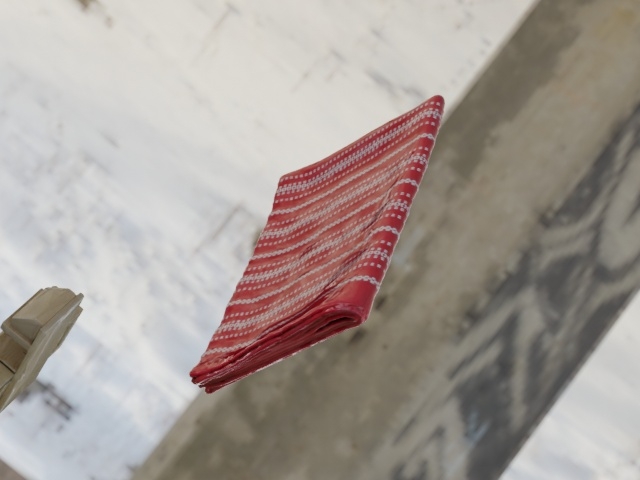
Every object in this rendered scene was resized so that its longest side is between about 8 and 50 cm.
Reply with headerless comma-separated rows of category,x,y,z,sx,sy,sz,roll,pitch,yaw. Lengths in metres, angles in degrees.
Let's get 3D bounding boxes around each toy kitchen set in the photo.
toy kitchen set,-0.152,0.029,0.723,0.075,0.083,0.068,41,133,3

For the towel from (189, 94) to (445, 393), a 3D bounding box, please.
towel,0.000,0.000,1.389,0.199,0.275,0.031,-27,118,38
